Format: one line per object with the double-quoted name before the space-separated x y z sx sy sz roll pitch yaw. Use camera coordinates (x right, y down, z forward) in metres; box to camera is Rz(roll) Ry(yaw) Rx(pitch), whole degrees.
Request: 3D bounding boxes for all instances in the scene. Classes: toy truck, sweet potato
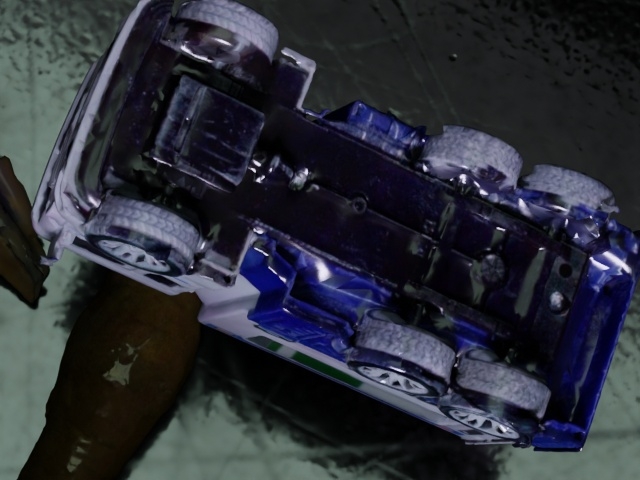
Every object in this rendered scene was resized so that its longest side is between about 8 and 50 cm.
"toy truck" 0.000 0.000 0.897 0.268 0.155 0.124 25 75 -18
"sweet potato" -0.101 0.065 0.958 0.067 0.067 0.273 29 81 2

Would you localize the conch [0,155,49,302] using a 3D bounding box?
"conch" -0.253 -0.096 0.973 0.330 0.093 0.109 53 35 -13
